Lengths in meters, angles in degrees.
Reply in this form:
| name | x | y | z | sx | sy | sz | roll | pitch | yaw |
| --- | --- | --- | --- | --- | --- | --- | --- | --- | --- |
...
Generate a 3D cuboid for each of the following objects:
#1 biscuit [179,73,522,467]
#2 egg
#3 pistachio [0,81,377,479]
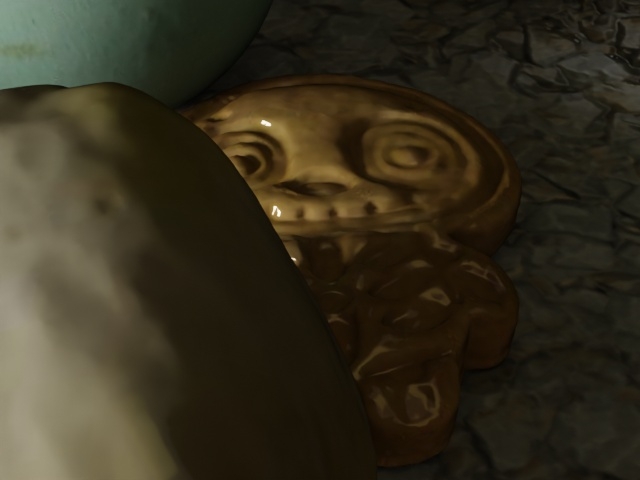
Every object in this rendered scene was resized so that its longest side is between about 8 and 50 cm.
| name | x | y | z | sx | sy | sz | roll | pitch | yaw |
| --- | --- | --- | --- | --- | --- | --- | --- | --- | --- |
| biscuit | 0.000 | -0.001 | 0.781 | 0.202 | 0.044 | 0.289 | 0 | 35 | 2 |
| egg | -0.124 | -0.141 | 0.862 | 0.231 | 0.168 | 0.168 | -33 | 47 | -29 |
| pistachio | -0.084 | 0.068 | 0.578 | 0.197 | 0.166 | 0.288 | 2 | 38 | -28 |
